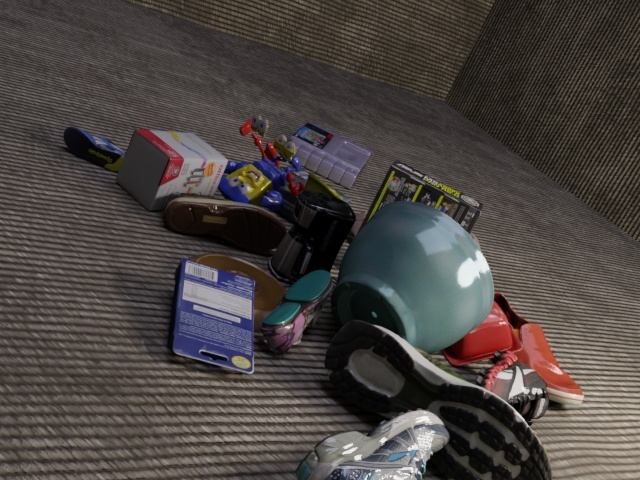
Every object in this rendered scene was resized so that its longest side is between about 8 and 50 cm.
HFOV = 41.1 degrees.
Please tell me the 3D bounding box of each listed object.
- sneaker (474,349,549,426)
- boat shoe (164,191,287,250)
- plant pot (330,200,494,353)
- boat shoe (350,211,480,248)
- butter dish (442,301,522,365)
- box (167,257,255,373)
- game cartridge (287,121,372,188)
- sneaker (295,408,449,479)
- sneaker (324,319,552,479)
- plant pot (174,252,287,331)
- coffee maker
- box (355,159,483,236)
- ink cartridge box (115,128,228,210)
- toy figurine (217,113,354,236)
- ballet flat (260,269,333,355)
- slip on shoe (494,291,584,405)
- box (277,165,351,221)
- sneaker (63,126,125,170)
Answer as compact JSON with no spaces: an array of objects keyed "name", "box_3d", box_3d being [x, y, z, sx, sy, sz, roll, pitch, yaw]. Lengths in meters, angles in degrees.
[{"name":"sneaker","box_3d":[0.346,0.287,1.564,0.135,0.097,0.276,30,20,18]},{"name":"boat shoe","box_3d":[-0.195,-0.050,1.763,0.258,0.095,0.095,16,17,-23]},{"name":"plant pot","box_3d":[0.143,0.100,1.584,0.293,0.293,0.196,35,50,23]},{"name":"boat shoe","box_3d":[0.222,0.011,2.092,0.325,0.123,0.116,15,-12,-3]},{"name":"butter dish","box_3d":[0.315,0.162,1.746,0.160,0.118,0.160,-11,32,-10]},{"name":"box","box_3d":[-0.176,0.129,1.396,0.136,0.036,0.225,19,33,-17]},{"name":"game cartridge","box_3d":[0.026,-0.268,2.581,0.230,0.068,0.355,30,21,0]},{"name":"sneaker","box_3d":[0.095,0.330,1.207,0.283,0.110,0.122,-7,50,-44]},{"name":"sneaker","box_3d":[0.208,0.271,1.410,0.410,0.158,0.182,38,10,19]},{"name":"plant pot","box_3d":[-0.150,0.087,1.571,0.236,0.032,0.236,23,21,-9]},{"name":"coffee maker","box_3d":[0.000,0.000,1.740,0.171,0.178,0.120,5,29,-42]},{"name":"box","box_3d":[0.195,-0.007,1.851,0.216,0.270,0.060,28,22,7]},{"name":"ink cartridge box","box_3d":[-0.312,-0.149,1.809,0.127,0.128,0.176,37,24,28]},{"name":"toy figurine","box_3d":[-0.121,-0.089,1.882,0.217,0.191,0.362,-36,57,-16]},{"name":"ballet flat","box_3d":[-0.039,0.132,1.517,0.077,0.079,0.221,4,26,24]},{"name":"slip on shoe","box_3d":[0.435,0.227,1.808,0.123,0.101,0.331,11,26,-37]},{"name":"box","box_3d":[-0.051,-0.113,2.118,0.183,0.059,0.233,32,21,18]},{"name":"sneaker","box_3d":[-0.485,-0.199,1.844,0.144,0.053,0.059,31,20,-10]}]
